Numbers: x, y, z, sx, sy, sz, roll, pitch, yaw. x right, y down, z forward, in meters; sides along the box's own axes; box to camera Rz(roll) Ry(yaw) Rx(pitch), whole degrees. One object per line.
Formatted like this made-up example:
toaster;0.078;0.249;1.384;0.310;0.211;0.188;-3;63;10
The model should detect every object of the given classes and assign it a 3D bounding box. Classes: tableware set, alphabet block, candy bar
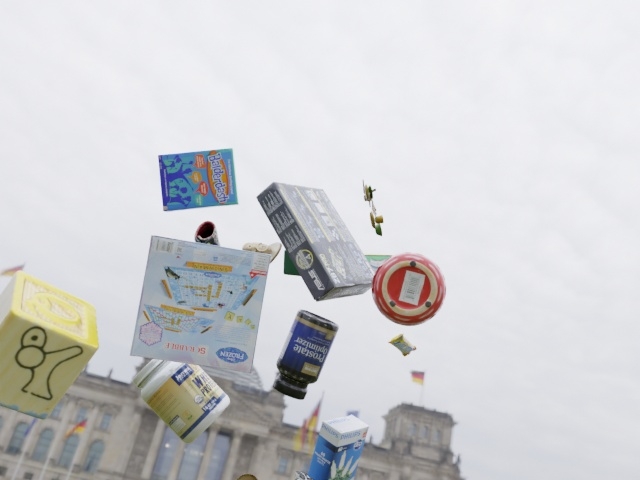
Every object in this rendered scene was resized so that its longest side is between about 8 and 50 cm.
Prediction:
tableware set;0.139;-0.084;1.621;0.024;0.154;0.104;-11;-52;-4
alphabet block;-0.598;0.215;1.287;0.192;0.197;0.193;34;7;-33
candy bar;0.187;0.236;1.412;0.040;0.018;0.161;-33;-28;5

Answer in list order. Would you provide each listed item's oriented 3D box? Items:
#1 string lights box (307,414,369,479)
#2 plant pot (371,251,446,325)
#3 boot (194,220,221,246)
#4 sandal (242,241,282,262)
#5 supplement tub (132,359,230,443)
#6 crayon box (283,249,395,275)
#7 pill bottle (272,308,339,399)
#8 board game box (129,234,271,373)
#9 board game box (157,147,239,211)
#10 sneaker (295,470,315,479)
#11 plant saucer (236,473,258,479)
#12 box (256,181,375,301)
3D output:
string lights box;0.039;0.641;1.781;0.077;0.259;0.133;23;12;41
plant pot;0.218;0.119;1.548;0.191;0.191;0.174;7;-5;11
boot;-0.352;0.074;1.900;0.085;0.236;0.178;1;-45;9
sandal;-0.220;0.045;1.954;0.079;0.088;0.240;33;-32;-24
supplement tub;-0.519;0.568;2.312;0.316;0.228;0.228;45;-29;2
crayon box;0.092;0.093;2.422;0.313;0.106;0.363;2;0;40
pill bottle;-0.044;0.306;1.663;0.123;0.219;0.123;22;-2;1
board game box;-0.311;0.167;1.635;0.319;0.318;0.066;10;-4;-5
board game box;-0.340;-0.169;1.740;0.210;0.160;0.047;-6;-2;-2
sneaker;-0.041;0.665;1.689;0.040;0.043;0.109;10;-3;-18
plant saucer;-0.247;0.813;2.067;0.083;0.083;0.015;21;1;-15
box;0.000;0.000;2.005;0.097;0.395;0.318;-38;-17;23
